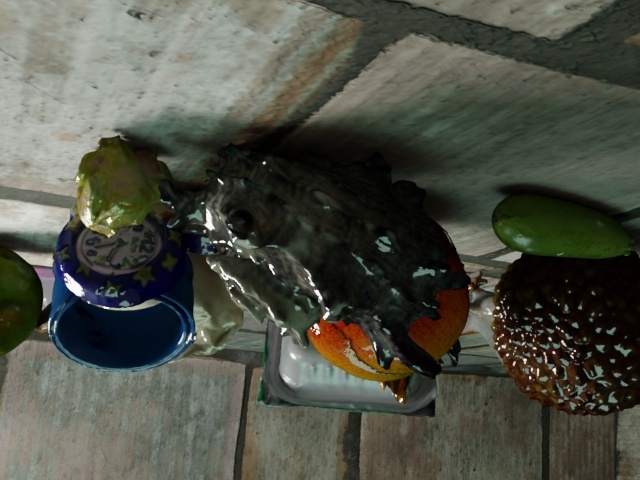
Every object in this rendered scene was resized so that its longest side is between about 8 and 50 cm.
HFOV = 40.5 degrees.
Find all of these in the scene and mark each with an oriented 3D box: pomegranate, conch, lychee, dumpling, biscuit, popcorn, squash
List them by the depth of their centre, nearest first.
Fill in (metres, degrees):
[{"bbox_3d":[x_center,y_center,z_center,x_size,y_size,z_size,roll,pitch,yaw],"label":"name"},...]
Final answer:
[{"bbox_3d":[-0.012,0.024,0.851,0.313,0.186,0.240,19,144,3],"label":"conch"},{"bbox_3d":[-0.203,-0.052,0.858,0.089,0.109,0.097,41,114,-20],"label":"popcorn"},{"bbox_3d":[0.273,-0.010,0.960,0.201,0.066,0.066,10,166,-30],"label":"squash"},{"bbox_3d":[0.078,0.072,1.022,0.210,0.235,0.210,-20,-162,7],"label":"pomegranate"},{"bbox_3d":[0.332,0.105,1.111,0.236,0.236,0.271,-7,139,41],"label":"lychee"},{"bbox_3d":[-0.212,0.071,1.180,0.258,0.193,0.147,13,180,20],"label":"dumpling"},{"bbox_3d":[-0.427,0.095,1.490,0.124,0.175,0.026,-21,112,38],"label":"biscuit"}]

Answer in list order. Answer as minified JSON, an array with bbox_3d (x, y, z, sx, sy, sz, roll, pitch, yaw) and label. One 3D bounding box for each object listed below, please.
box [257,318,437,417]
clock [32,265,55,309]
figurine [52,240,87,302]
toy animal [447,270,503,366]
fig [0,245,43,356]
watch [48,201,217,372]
[{"bbox_3d":[0.058,0.190,1.651,0.337,0.264,0.106,3,140,1],"label":"box"},{"bbox_3d":[-0.542,0.104,1.696,0.253,0.083,0.186,5,168,-9],"label":"clock"},{"bbox_3d":[-0.374,0.058,1.366,0.095,0.115,0.156,-6,166,-3],"label":"figurine"},{"bbox_3d":[0.291,0.131,1.497,0.284,0.225,0.302,-3,145,40],"label":"toy animal"},{"bbox_3d":[-0.594,0.071,1.413,0.275,0.206,0.206,29,-178,31],"label":"fig"},{"bbox_3d":[-0.220,0.054,1.020,0.196,0.171,0.200,7,133,-5],"label":"watch"}]
